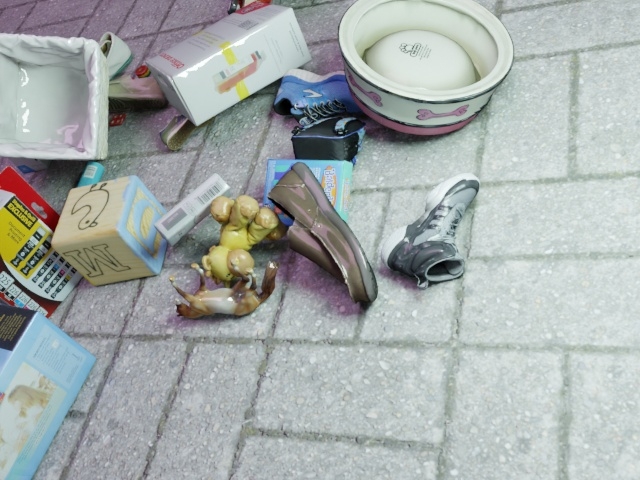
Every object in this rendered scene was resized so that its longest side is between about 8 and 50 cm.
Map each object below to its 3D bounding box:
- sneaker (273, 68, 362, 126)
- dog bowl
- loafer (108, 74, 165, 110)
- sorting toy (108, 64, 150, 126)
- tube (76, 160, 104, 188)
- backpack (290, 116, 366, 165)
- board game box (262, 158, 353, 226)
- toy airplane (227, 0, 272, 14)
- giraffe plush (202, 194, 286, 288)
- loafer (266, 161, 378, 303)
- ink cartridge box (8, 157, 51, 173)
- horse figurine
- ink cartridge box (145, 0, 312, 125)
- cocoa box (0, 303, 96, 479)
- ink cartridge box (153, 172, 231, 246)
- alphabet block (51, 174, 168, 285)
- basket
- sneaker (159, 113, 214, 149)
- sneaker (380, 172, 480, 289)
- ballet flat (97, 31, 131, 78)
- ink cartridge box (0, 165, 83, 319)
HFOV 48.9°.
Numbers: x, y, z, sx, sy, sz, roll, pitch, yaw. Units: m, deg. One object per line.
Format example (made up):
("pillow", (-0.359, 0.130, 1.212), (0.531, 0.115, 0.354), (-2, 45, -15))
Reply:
("sneaker", (0.008, -0.354, 1.840), (0.330, 0.130, 0.147), (13, 68, 42))
("dog bowl", (0.238, -0.419, 1.668), (0.408, 0.150, 0.408), (2, 55, -3))
("loafer", (-0.611, -0.463, 2.187), (0.268, 0.102, 0.092), (4, 72, 0))
("sorting toy", (-0.661, -0.471, 2.291), (0.132, 0.046, 0.275), (0, 54, 25))
("tube", (-0.683, -0.131, 2.030), (0.080, 0.052, 0.207), (-4, 58, 29))
("backpack", (0.031, -0.239, 1.726), (0.158, 0.117, 0.173), (6, 25, 28))
("board game box", (-0.033, -0.108, 1.649), (0.210, 0.047, 0.160), (6, 88, 29))
("toy airplane", (-0.154, -0.875, 2.142), (0.384, 0.386, 0.272), (-8, 63, 19))
("giraffe plush", (-0.198, 0.014, 1.596), (0.210, 0.181, 0.170), (-13, 53, 48))
("loafer", (0.000, 0.000, 1.510), (0.130, 0.134, 0.366), (-32, 60, -1))
("ink cartridge box", (-0.932, -0.294, 2.186), (0.104, 0.180, 0.060), (-7, 51, 21))
("horse figurine", (-0.212, 0.114, 1.548), (0.263, 0.174, 0.066), (-7, 46, 4))
("ink cartridge box", (-0.263, -0.508, 1.987), (0.384, 0.160, 0.279), (-32, 33, -12))
("cocoa box", (-0.708, 0.339, 1.536), (0.228, 0.231, 0.347), (5, 56, 28))
("ink cartridge box", (-0.299, -0.056, 1.704), (0.189, 0.232, 0.066), (-42, 80, -11))
("alphabet block", (-0.514, -0.022, 1.761), (0.197, 0.193, 0.192), (-11, 48, 18))
("basket", (-0.768, -0.391, 1.988), (0.331, 0.266, 0.328), (2, 95, -6))
("sneaker", (-0.391, -0.349, 2.050), (0.192, 0.064, 0.086), (-45, 49, -13))
("sneaker", (0.262, -0.012, 1.449), (0.268, 0.101, 0.153), (-44, 49, -4))
("ballet flat", (-0.777, -0.540, 2.344), (0.139, 0.139, 0.400), (8, 58, 31))
("ink cartridge box", (-0.740, 0.016, 1.757), (0.130, 0.309, 0.272), (18, 63, 35))
